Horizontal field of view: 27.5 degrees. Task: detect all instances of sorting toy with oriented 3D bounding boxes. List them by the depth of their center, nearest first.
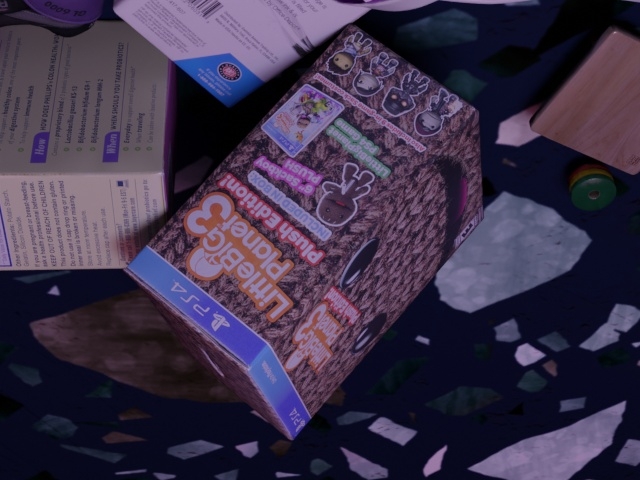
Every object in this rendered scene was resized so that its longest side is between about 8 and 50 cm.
[{"bbox_3d":[0.293,-0.148,1.256,0.132,0.046,0.274,20,131,-22],"label":"sorting toy"}]

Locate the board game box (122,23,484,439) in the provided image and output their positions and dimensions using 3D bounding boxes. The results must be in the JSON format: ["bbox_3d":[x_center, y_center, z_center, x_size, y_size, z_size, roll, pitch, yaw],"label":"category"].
[{"bbox_3d":[0.000,0.000,1.166,0.291,0.141,0.232,-48,159,-11],"label":"board game box"}]

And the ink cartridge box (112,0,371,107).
[{"bbox_3d":[-0.054,-0.230,1.122,0.203,0.085,0.148,-32,129,24],"label":"ink cartridge box"}]

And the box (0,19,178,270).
[{"bbox_3d":[-0.251,-0.087,1.161,0.243,0.213,0.117,-1,135,-4],"label":"box"}]

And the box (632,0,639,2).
[{"bbox_3d":[0.206,-0.303,1.044,0.182,0.119,0.181,6,134,-10],"label":"box"}]

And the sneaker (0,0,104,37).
[{"bbox_3d":[-0.319,-0.228,1.098,0.283,0.107,0.124,9,139,-13],"label":"sneaker"}]

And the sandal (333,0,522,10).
[{"bbox_3d":[0.051,-0.234,0.967,0.417,0.102,0.169,2,134,9],"label":"sandal"}]
